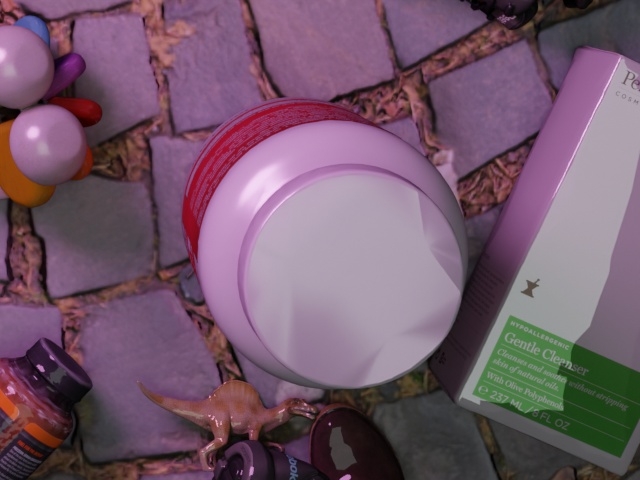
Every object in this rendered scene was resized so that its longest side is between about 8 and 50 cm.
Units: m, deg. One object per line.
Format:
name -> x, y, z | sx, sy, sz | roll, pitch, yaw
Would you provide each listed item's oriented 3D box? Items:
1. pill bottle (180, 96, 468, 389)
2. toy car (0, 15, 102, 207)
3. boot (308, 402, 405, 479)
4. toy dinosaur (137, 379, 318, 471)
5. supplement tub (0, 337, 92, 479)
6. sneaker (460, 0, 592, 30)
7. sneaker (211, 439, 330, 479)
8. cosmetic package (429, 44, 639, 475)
pill bottle -> 0.000, 0.000, 1.522 | 0.229, 0.407, 0.229 | -1, 99, -7
toy car -> -0.271, -0.129, 1.612 | 0.136, 0.159, 0.182 | -31, 104, -37
boot -> 0.063, 0.291, 1.681 | 0.090, 0.207, 0.248 | -19, 101, -4
toy dinosaur -> -0.098, 0.185, 1.731 | 0.183, 0.053, 0.092 | 6, 84, -11
supplement tub -> -0.311, 0.186, 1.664 | 0.198, 0.106, 0.106 | -45, 102, 1
sneaker -> 0.149, -0.269, 1.656 | 0.276, 0.097, 0.135 | -1, 97, -9
sneaker -> -0.081, 0.318, 1.706 | 0.106, 0.101, 0.267 | 14, 119, -29
cosmetic package -> 0.275, 0.015, 1.693 | 0.197, 0.155, 0.365 | 23, 97, -10
